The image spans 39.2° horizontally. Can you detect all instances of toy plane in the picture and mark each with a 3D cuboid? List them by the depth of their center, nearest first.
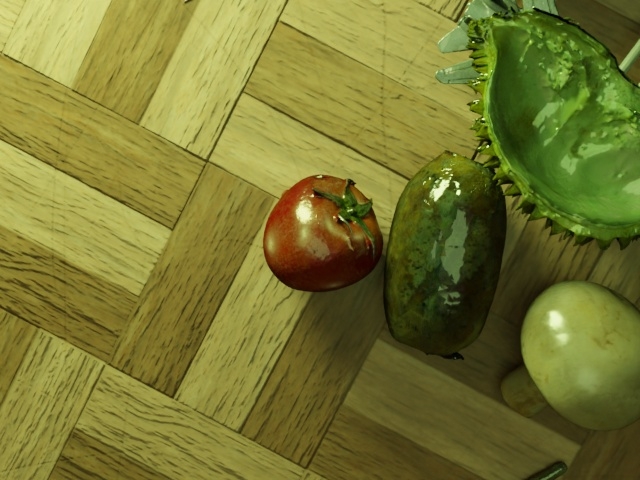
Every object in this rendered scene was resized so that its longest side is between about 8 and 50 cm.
[{"bbox_3d":[0.304,-0.242,1.208,0.267,0.088,0.212,34,98,-8],"label":"toy plane"}]

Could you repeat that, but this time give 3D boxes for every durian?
[{"bbox_3d":[0.318,-0.129,1.132,0.394,0.163,0.198,46,131,-11],"label":"durian"}]

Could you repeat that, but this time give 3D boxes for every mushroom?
[{"bbox_3d":[0.352,0.169,1.198,0.206,0.206,0.209,13,118,2],"label":"mushroom"}]

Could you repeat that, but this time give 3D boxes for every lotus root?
[{"bbox_3d":[0.165,0.017,1.204,0.160,0.152,0.275,12,93,20],"label":"lotus root"}]

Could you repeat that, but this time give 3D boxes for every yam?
[{"bbox_3d":[0.303,0.352,1.293,0.116,0.021,0.021,-33,93,5],"label":"yam"}]

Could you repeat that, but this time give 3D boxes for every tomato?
[{"bbox_3d":[0.000,0.000,1.217,0.167,0.167,0.167,0,96,3],"label":"tomato"}]

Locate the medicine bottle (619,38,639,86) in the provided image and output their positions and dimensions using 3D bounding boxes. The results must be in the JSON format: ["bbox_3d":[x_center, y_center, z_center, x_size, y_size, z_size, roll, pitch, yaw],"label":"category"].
[{"bbox_3d":[0.468,-0.260,1.181,0.092,0.061,0.221,39,85,-3],"label":"medicine bottle"}]

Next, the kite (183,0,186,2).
[{"bbox_3d":[-0.177,-0.401,1.255,0.152,0.005,0.137,15,96,3],"label":"kite"}]
